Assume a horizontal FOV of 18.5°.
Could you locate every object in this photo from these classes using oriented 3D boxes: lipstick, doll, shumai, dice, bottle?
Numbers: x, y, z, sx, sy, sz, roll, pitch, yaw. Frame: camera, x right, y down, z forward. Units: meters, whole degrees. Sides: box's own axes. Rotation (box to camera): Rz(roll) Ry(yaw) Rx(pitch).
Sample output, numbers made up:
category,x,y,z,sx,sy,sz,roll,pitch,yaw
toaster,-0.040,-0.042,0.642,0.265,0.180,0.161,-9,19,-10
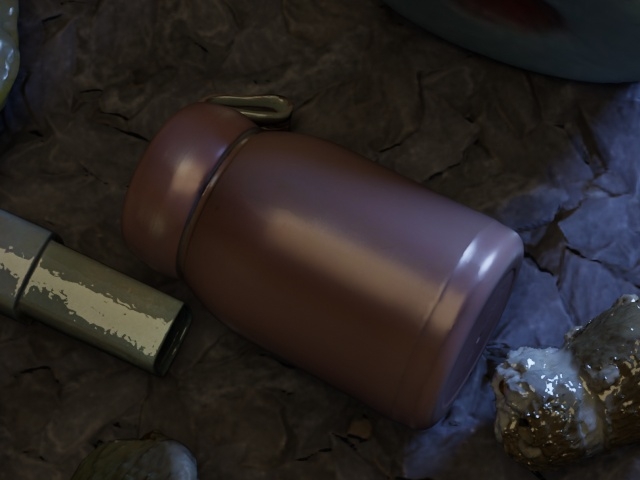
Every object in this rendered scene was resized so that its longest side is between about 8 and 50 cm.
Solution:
category,x,y,z,sx,sy,sz,roll,pitch,yaw
lipstick,-0.229,0.029,1.576,0.253,0.079,0.077,23,78,9
doll,0.230,0.098,1.502,0.221,0.105,0.115,-33,112,-4
shumai,-0.135,0.248,1.494,0.120,0.201,0.201,40,80,-28
dice,0.185,-0.292,1.522,0.264,0.268,0.262,19,77,10
bottle,0.000,0.000,1.526,0.297,0.173,0.206,26,48,13

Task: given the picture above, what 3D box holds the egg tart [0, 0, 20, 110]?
category,x,y,z,sx,sy,sz,roll,pitch,yaw
egg tart,-0.408,-0.182,1.573,0.345,0.132,0.345,-1,53,1
